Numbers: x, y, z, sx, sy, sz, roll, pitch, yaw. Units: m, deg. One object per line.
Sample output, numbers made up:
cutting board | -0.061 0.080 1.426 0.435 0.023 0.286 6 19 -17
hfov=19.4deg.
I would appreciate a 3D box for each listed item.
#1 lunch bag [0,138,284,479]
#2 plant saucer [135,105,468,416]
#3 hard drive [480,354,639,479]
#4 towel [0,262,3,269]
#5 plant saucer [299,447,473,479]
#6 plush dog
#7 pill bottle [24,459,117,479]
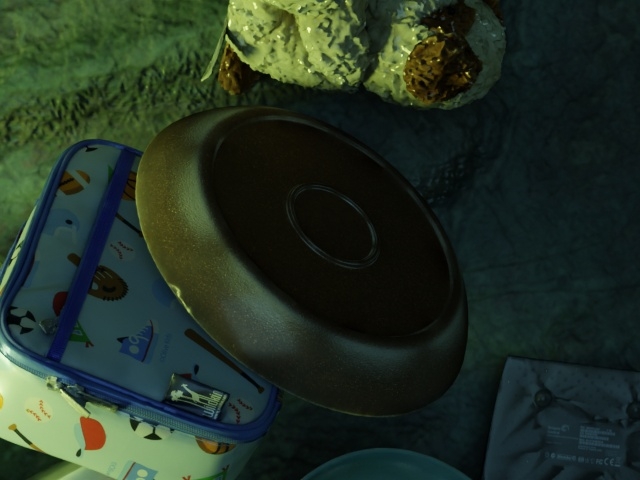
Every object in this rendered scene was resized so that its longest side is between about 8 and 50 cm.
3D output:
lunch bag | -0.143 0.057 1.457 0.243 0.303 0.115 23 126 -8
plant saucer | 0.000 0.000 1.486 0.310 0.310 0.050 36 126 -5
hard drive | 0.215 0.233 1.608 0.172 0.054 0.255 7 87 -7
towel | -0.295 0.119 1.503 0.102 0.021 0.237 32 55 -13
plant saucer | 0.059 0.324 1.475 0.317 0.043 0.318 13 66 -32
plush dog | 0.044 -0.177 1.541 0.225 0.262 0.211 21 118 3
pill bottle | -0.132 0.345 1.481 0.204 0.204 0.361 -26 92 -8
